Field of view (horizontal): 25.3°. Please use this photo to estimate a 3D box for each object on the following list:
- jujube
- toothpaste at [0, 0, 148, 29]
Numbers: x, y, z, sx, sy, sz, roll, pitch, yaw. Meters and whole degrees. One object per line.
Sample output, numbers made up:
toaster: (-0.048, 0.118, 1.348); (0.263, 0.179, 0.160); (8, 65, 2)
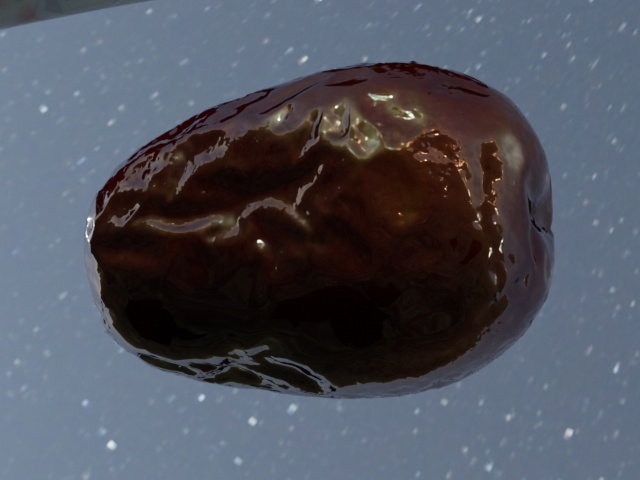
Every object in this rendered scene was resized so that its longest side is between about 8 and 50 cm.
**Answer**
jujube: (0.000, 0.000, 0.964); (0.318, 0.223, 0.223); (-8, -66, 20)
toothpaste: (-0.232, -0.210, 1.136); (0.066, 0.323, 0.100); (19, -56, 49)
